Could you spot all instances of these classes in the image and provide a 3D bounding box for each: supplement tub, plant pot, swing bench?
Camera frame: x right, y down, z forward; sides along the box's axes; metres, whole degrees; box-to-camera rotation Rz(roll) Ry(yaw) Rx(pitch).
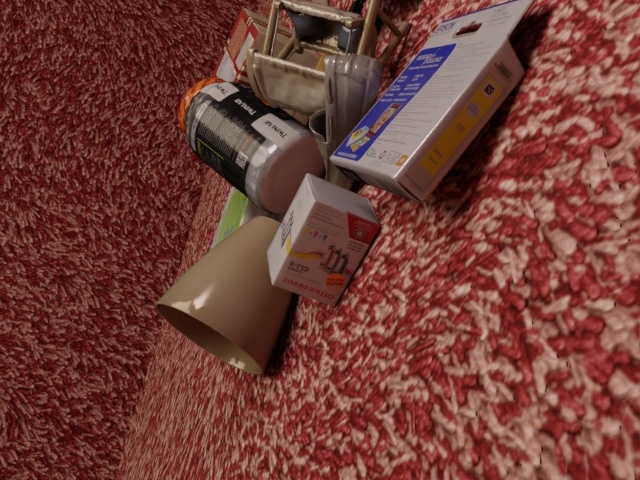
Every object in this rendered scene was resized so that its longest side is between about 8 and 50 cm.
[{"bbox_3d":[-0.163,-0.226,1.608,0.338,0.207,0.207,39,112,30],"label":"supplement tub"},{"bbox_3d":[-0.158,0.092,1.464,0.274,0.256,0.256,-58,13,-22],"label":"plant pot"},{"bbox_3d":[0.002,-0.374,1.420,0.253,0.165,0.255,24,91,32],"label":"swing bench"}]

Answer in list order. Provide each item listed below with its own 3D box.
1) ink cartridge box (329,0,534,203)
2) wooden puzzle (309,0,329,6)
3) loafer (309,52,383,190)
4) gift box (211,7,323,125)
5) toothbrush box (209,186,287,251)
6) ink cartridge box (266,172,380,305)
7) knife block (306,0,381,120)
[{"bbox_3d":[0.168,-0.208,1.054,0.307,0.072,0.303,-49,18,-2],"label":"ink cartridge box"},{"bbox_3d":[-0.047,-0.673,2.279,0.239,0.044,0.221,-56,21,33],"label":"wooden puzzle"},{"bbox_3d":[0.034,-0.204,1.303,0.112,0.111,0.319,-74,-3,-45],"label":"loafer"},{"bbox_3d":[-0.115,-0.415,1.845,0.255,0.258,0.276,-58,33,27],"label":"gift box"},{"bbox_3d":[-0.170,-0.067,1.819,0.283,0.122,0.206,-30,42,62],"label":"toothbrush box"},{"bbox_3d":[0.000,0.000,1.242,0.176,0.128,0.127,-62,19,21],"label":"ink cartridge box"},{"bbox_3d":[0.060,-0.406,1.594,0.242,0.088,0.276,-56,21,35],"label":"knife block"}]
